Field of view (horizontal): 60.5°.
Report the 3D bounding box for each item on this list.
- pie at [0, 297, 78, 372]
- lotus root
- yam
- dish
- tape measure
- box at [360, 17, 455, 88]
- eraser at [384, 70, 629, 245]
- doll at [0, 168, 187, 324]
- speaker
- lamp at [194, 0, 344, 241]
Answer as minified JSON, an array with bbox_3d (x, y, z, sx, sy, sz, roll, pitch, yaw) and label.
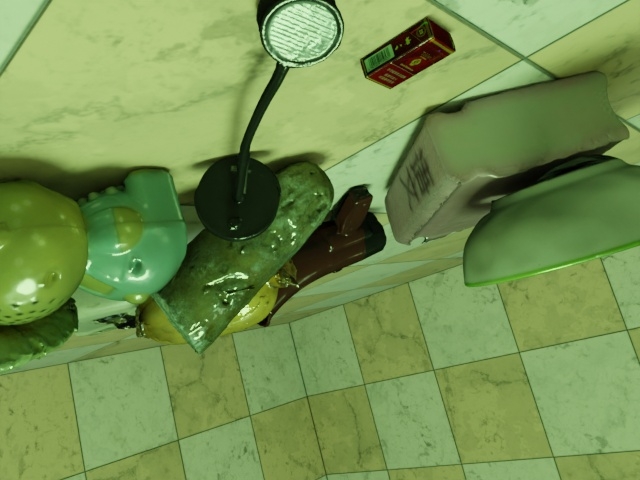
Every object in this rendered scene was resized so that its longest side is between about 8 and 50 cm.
[{"bbox_3d":[-0.450,0.083,0.680,0.306,0.071,0.306,21,-168,-5],"label":"pie"},{"bbox_3d":[-0.179,0.092,0.934,0.303,0.146,0.131,-21,-161,11],"label":"lotus root"},{"bbox_3d":[-0.110,0.017,0.793,0.330,0.133,0.133,-44,167,-1],"label":"yam"},{"bbox_3d":[0.342,-0.040,0.769,0.324,0.124,0.324,-17,175,-2],"label":"dish"},{"bbox_3d":[-0.406,0.108,1.070,0.258,0.130,0.265,-14,168,4],"label":"tape measure"},{"bbox_3d":[0.088,-0.186,0.555,0.082,0.023,0.051,-23,167,36],"label":"box"},{"bbox_3d":[0.266,-0.112,0.896,0.272,0.123,0.359,-17,169,-6],"label":"eraser"},{"bbox_3d":[-0.304,0.009,0.648,0.177,0.162,0.260,-23,168,41],"label":"doll"},{"bbox_3d":[-0.020,-0.007,1.099,0.329,0.198,0.259,-26,133,-22],"label":"speaker"},{"bbox_3d":[-0.074,-0.131,0.579,0.130,0.109,0.371,0,151,-10],"label":"lamp"}]
